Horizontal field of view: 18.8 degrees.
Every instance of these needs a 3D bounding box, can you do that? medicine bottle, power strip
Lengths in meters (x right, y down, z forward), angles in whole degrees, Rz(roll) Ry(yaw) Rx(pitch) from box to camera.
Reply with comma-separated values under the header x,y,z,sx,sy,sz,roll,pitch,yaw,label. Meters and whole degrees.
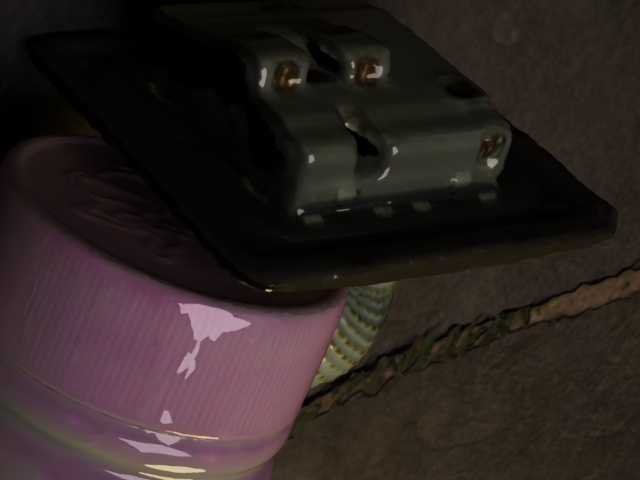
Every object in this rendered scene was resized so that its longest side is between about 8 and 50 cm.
x,y,z,sx,sy,sz,roll,pitch,yaw,label
-0.132,0.121,1.062,0.202,0.202,0.316,6,117,-43,medicine bottle
0.005,-0.076,1.066,0.257,0.251,0.092,-9,122,-35,power strip

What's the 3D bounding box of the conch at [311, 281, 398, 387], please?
x,y,z,sx,sy,sz,roll,pitch,yaw,label
-0.008,-0.003,1.205,0.200,0.131,0.172,-42,137,-16,conch
